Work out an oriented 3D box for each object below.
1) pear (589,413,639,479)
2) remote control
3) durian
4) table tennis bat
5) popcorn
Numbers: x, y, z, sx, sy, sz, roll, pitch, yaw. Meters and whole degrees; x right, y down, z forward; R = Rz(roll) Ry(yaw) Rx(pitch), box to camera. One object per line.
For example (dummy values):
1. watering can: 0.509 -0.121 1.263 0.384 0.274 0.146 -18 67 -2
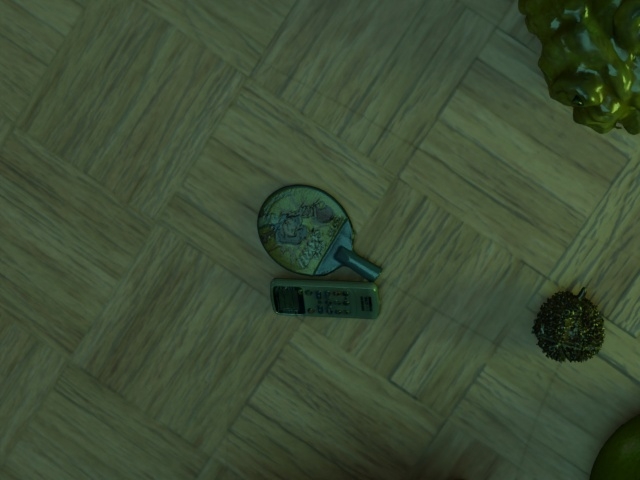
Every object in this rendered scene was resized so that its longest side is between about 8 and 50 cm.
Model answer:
1. pear: 0.426 0.289 1.786 0.286 0.282 0.176 18 111 6
2. remote control: 0.005 0.065 1.944 0.124 0.018 0.053 3 132 9
3. durian: 0.274 0.092 1.881 0.080 0.080 0.091 25 109 5
4. table tennis bat: 0.000 0.000 1.942 0.155 0.019 0.100 33 103 5
5. popcorn: 0.311 -0.220 1.772 0.189 0.169 0.218 -20 100 12
